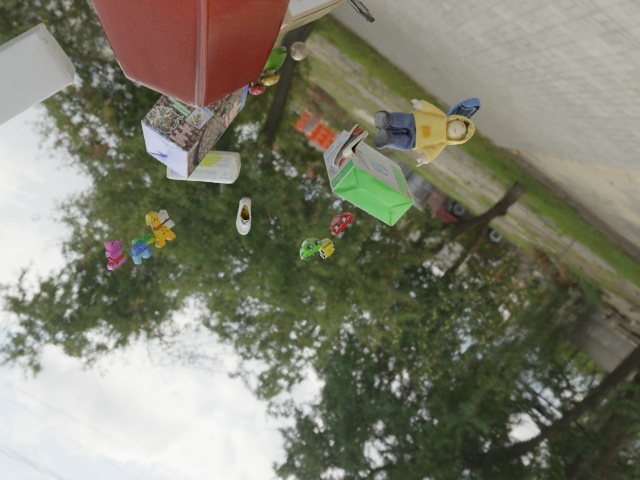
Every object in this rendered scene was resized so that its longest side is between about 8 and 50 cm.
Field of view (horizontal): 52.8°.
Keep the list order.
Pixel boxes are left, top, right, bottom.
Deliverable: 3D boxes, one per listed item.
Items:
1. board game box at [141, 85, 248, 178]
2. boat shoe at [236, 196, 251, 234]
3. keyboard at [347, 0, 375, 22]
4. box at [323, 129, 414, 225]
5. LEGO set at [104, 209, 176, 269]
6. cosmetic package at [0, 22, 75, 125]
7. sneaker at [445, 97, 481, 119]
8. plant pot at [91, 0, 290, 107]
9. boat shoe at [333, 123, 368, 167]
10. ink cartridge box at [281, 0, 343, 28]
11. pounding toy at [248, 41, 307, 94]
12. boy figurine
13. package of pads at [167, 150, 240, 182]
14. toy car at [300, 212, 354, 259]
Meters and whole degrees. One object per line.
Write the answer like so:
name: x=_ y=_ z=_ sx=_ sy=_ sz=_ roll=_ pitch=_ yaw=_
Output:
board game box: x=-0.334 y=-0.348 z=1.746 sx=0.141 sy=0.291 sz=0.232 roll=35 pitch=164 yaw=-2
boat shoe: x=-0.182 y=-0.052 z=1.539 sx=0.035 sy=0.100 sz=0.035 roll=7 pitch=-147 yaw=-9
keyboard: x=0.110 y=-0.753 z=2.049 sx=0.108 sy=0.023 sz=0.180 roll=10 pitch=-140 yaw=-49
box: x=0.156 y=-0.207 z=2.145 sx=0.262 sy=0.127 sz=0.231 roll=28 pitch=-150 yaw=-27
LEGO set: x=-0.452 y=-0.021 z=1.660 sx=0.087 sy=0.227 sz=0.093 roll=7 pitch=125 yaw=34
cosmetic package: x=-0.843 y=-0.396 z=1.672 sx=0.156 sy=0.385 sz=0.217 roll=62 pitch=178 yaw=-30
sneaker: x=0.445 y=-0.381 z=2.145 sx=0.081 sy=0.232 sz=0.091 roll=-2 pitch=-113 yaw=-44
plant pot: x=-0.216 y=-0.386 z=1.104 sx=0.267 sy=0.236 sz=0.267 roll=25 pitch=-138 yaw=21
boat shoe: x=0.083 y=-0.260 z=1.816 sx=0.043 sy=0.137 sz=0.049 roll=37 pitch=-162 yaw=11
ink cartridge box: x=-0.057 y=-0.625 z=1.716 sx=0.193 sy=0.234 sz=0.088 roll=-1 pitch=117 yaw=62
pounding toy: x=-0.153 y=-0.509 z=1.939 sx=0.183 sy=0.236 sz=0.110 roll=-143 pitch=37 yaw=-78
boy figurine: x=0.285 y=-0.289 z=1.738 sx=0.285 sy=0.177 sz=0.092 roll=-1 pitch=-177 yaw=-22
package of pads: x=-0.393 y=-0.259 z=2.232 sx=0.229 sy=0.101 sz=0.296 roll=4 pitch=-170 yaw=-4
toy car: x=0.000 y=0.000 z=2.321 sx=0.053 sy=0.239 sz=0.225 roll=46 pitch=-136 yaw=18
